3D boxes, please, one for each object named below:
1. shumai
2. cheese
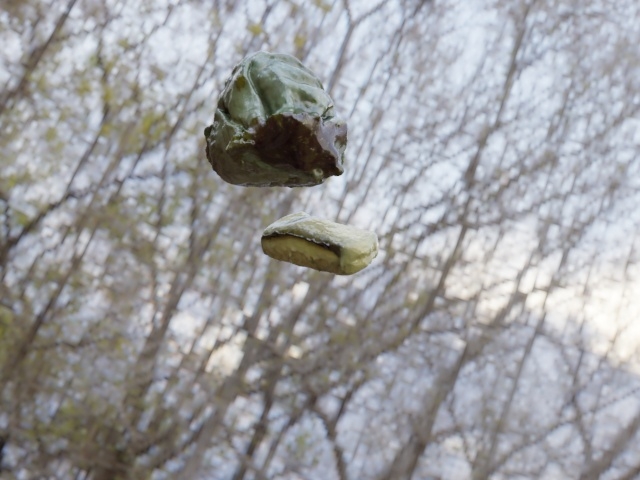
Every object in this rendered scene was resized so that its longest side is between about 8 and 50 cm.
[{"bbox_3d":[-0.059,-0.106,1.543,0.184,0.142,0.184,7,-61,13],"label":"shumai"},{"bbox_3d":[0.000,0.000,0.870,0.083,0.044,0.030,14,-62,45],"label":"cheese"}]
